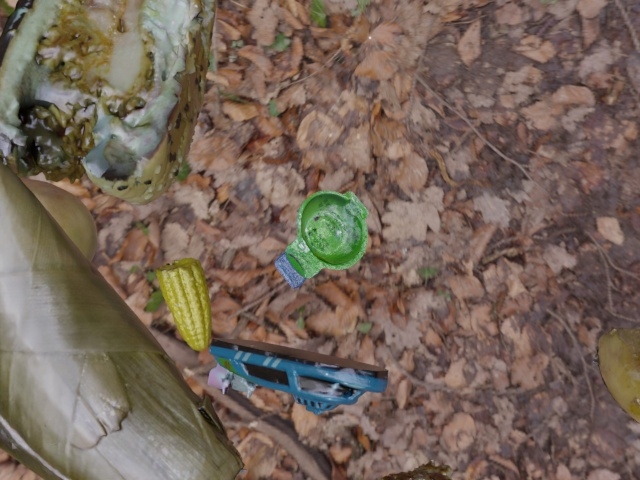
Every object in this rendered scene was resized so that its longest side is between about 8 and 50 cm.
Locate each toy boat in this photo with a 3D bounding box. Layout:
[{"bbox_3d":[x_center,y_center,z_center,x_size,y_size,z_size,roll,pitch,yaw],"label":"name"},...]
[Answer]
[{"bbox_3d":[-0.037,0.210,1.152,0.298,0.134,0.092,6,82,40],"label":"toy boat"}]

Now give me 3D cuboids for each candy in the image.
[{"bbox_3d":[-0.279,0.139,1.654,0.094,0.106,0.199,-20,98,-28],"label":"candy"}]

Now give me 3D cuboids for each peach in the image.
[{"bbox_3d":[-0.710,-0.025,1.949,0.247,0.292,0.292,-38,102,-30],"label":"peach"}]

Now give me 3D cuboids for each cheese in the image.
[{"bbox_3d":[0.000,0.000,1.926,0.204,0.083,0.320,51,125,8],"label":"cheese"}]

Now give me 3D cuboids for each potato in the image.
[{"bbox_3d":[0.485,0.202,1.045,0.243,0.098,0.138,7,62,27],"label":"potato"}]

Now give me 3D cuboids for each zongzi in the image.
[{"bbox_3d":[-0.185,0.089,0.637,0.273,0.145,0.300,25,128,22],"label":"zongzi"}]

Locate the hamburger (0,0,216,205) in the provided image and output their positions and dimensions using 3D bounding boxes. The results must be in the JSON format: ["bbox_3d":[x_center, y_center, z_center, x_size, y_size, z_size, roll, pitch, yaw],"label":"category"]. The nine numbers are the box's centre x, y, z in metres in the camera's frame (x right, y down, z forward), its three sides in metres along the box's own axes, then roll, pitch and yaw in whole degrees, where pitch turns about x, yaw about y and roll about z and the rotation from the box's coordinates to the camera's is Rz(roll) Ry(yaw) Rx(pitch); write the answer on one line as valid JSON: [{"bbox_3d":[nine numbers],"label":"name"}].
[{"bbox_3d":[-0.199,-0.148,0.739,0.167,0.192,0.288,11,64,-3],"label":"hamburger"}]

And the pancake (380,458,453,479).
[{"bbox_3d":[0.077,0.314,0.940,0.265,0.244,0.057,1,103,33],"label":"pancake"}]
